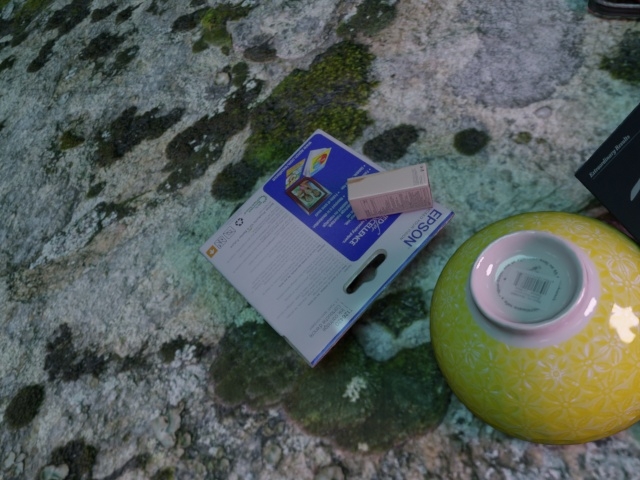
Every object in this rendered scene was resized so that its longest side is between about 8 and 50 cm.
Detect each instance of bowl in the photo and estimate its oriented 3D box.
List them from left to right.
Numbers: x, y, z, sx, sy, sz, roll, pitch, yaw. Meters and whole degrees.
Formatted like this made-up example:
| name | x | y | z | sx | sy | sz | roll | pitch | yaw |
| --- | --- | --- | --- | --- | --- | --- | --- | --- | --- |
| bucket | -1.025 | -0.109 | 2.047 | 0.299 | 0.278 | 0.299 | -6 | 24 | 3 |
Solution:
| name | x | y | z | sx | sy | sz | roll | pitch | yaw |
| --- | --- | --- | --- | --- | --- | --- | --- | --- | --- |
| bowl | 0.249 | 0.074 | 0.574 | 0.290 | 0.156 | 0.289 | -15 | 56 | 24 |

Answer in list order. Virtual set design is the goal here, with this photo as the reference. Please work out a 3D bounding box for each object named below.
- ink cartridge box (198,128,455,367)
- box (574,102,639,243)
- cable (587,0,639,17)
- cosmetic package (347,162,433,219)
| name | x | y | z | sx | sy | sz | roll | pitch | yaw |
| --- | --- | --- | --- | --- | --- | --- | --- | --- | --- |
| ink cartridge box | 0.000 | 0.000 | 0.798 | 0.303 | 0.072 | 0.307 | -46 | 58 | -7 |
| box | 0.413 | -0.058 | 0.526 | 0.108 | 0.153 | 0.207 | -8 | 55 | -29 |
| cable | 0.536 | -0.377 | 0.769 | 0.140 | 0.072 | 0.287 | -34 | 56 | 10 |
| cosmetic package | 0.101 | -0.070 | 0.724 | 0.115 | 0.060 | 0.041 | -9 | 58 | 14 |
